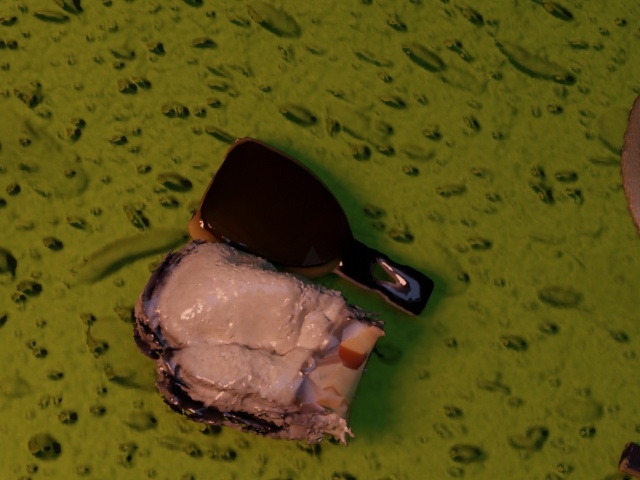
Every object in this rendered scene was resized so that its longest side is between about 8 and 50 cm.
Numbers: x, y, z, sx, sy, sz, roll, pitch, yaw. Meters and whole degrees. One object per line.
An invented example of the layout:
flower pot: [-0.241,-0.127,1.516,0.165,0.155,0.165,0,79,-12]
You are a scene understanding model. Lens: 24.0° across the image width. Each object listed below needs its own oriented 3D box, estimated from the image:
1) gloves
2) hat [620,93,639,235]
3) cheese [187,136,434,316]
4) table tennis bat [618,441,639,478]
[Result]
gloves: [-0.043,0.067,0.930,0.153,0.070,0.114,22,74,-5]
hat: [0.347,-0.058,1.048,0.252,0.110,0.252,4,70,-11]
cheese: [0.000,0.000,0.982,0.162,0.036,0.086,28,64,-3]
table tennis bat: [0.270,0.175,0.998,0.158,0.014,0.095,26,68,-6]
